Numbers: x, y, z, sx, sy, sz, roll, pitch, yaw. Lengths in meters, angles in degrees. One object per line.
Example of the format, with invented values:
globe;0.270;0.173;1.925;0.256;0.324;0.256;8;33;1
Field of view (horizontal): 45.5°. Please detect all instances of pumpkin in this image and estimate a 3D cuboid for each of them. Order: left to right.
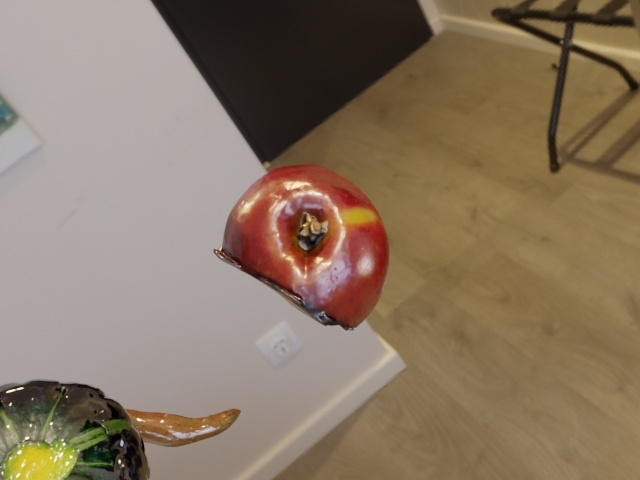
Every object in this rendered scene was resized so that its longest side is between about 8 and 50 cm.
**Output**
pumpkin;-0.363;0.332;0.946;0.296;0.295;0.295;-23;34;17

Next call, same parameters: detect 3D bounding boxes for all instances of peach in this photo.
peach;0.000;0.000;1.177;0.258;0.362;0.201;30;89;13

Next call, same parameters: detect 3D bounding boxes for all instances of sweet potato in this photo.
sweet potato;-0.265;0.317;1.308;0.256;0.058;0.078;4;41;-8
